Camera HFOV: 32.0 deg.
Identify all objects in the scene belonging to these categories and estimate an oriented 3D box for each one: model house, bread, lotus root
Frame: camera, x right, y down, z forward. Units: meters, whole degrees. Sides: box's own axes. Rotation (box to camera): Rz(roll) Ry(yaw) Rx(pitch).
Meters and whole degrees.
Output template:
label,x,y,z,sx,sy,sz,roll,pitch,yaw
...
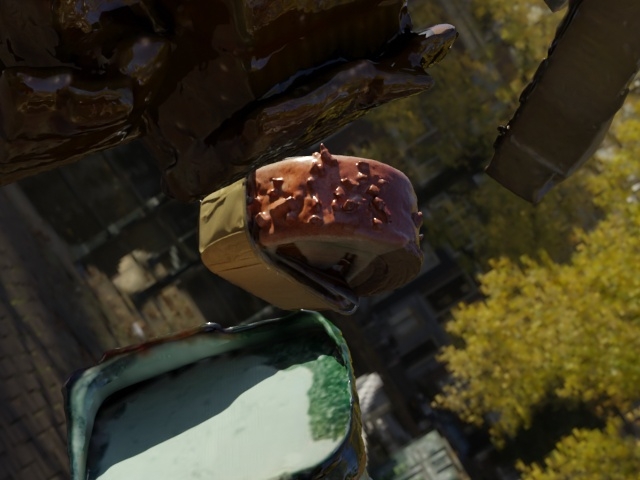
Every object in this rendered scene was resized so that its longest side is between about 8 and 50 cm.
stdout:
label,x,y,z,sx,sy,sz,roll,pitch,yaw
model house,-0.066,0.217,1.034,0.291,0.253,0.185,68,6,-53
bread,0.000,0.000,1.139,0.224,0.211,0.143,33,52,-52
lotus root,0.213,-0.162,0.760,0.074,0.261,0.170,32,33,7
model house,-0.071,-0.103,0.516,0.219,0.199,0.229,32,-31,37

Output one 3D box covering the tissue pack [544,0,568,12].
label,x,y,z,sx,sy,sz,roll,pitch,yaw
tissue pack,0.221,-0.254,1.004,0.063,0.035,0.083,54,-31,10
